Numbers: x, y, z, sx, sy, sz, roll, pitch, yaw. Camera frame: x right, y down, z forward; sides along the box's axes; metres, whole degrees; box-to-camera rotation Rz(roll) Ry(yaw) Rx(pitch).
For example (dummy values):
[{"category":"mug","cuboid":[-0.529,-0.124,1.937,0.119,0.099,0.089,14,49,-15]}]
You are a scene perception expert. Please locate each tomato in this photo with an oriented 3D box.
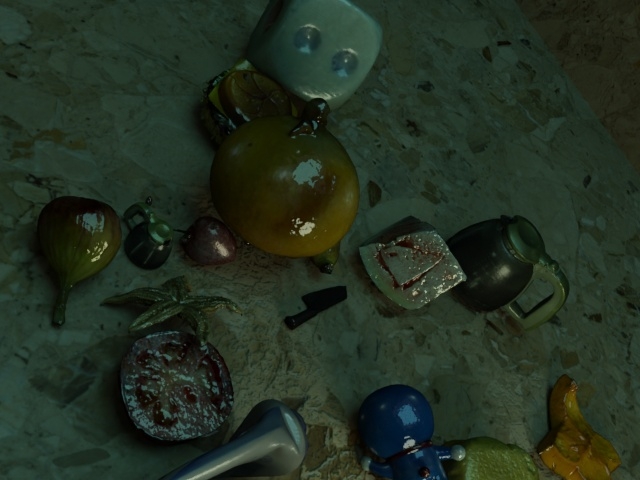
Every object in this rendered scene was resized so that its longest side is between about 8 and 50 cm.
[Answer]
[{"category":"tomato","cuboid":[-0.273,0.276,1.358,0.225,0.085,0.225,17,52,-24]}]

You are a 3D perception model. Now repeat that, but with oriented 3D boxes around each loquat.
[{"category":"loquat","cuboid":[-0.068,-0.138,1.594,0.328,0.360,0.328,20,17,-6]}]

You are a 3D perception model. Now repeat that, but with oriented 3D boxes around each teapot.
[{"category":"teapot","cuboid":[0.501,0.080,2.007,0.239,0.239,0.322,-4,65,-39]},{"category":"teapot","cuboid":[-0.348,-0.011,1.495,0.124,0.091,0.092,36,43,-14]}]

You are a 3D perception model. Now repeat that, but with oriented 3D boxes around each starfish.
[{"category":"starfish","cuboid":[-0.274,0.133,1.422,0.277,0.062,0.236,10,24,-21]}]

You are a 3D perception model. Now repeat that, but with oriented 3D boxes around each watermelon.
[{"category":"watermelon","cuboid":[0.251,0.030,1.871,0.213,0.201,0.261,57,39,-5]}]

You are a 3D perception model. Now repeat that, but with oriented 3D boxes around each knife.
[{"category":"knife","cuboid":[-0.007,0.143,1.715,0.060,0.028,0.230,48,40,17]}]

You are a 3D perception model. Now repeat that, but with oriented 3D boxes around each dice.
[{"category":"dice","cuboid":[-0.017,-0.511,1.921,0.262,0.265,0.268,28,13,-23]}]

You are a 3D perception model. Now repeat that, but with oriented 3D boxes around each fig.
[{"category":"fig","cuboid":[-0.438,0.030,1.371,0.143,0.160,0.231,-10,89,-50]}]

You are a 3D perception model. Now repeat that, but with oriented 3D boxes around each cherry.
[{"category":"cherry","cuboid":[-0.271,-0.024,1.556,0.225,0.107,0.090,35,42,-12]}]

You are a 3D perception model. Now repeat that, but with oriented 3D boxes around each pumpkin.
[{"category":"pumpkin","cuboid":[0.683,0.535,1.939,0.258,0.095,0.290,43,40,-1]}]

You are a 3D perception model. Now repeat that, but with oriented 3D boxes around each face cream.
[{"category":"face cream","cuboid":[-0.184,0.390,1.250,0.420,0.235,0.137,-16,71,-46]}]

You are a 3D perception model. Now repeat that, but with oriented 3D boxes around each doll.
[{"category":"doll","cuboid":[0.184,0.430,1.564,0.215,0.161,0.257,-17,69,-7]}]

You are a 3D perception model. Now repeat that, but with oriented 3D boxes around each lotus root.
[{"category":"lotus root","cuboid":[0.000,0.000,1.773,0.108,0.094,0.191,-2,69,-15]}]

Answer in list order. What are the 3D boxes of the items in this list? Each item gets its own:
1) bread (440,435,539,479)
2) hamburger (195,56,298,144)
[{"category":"bread","cuboid":[0.357,0.559,1.622,0.269,0.148,0.270,12,60,-22]},{"category":"hamburger","cuboid":[-0.174,-0.304,1.804,0.261,0.138,0.243,41,46,-8]}]
